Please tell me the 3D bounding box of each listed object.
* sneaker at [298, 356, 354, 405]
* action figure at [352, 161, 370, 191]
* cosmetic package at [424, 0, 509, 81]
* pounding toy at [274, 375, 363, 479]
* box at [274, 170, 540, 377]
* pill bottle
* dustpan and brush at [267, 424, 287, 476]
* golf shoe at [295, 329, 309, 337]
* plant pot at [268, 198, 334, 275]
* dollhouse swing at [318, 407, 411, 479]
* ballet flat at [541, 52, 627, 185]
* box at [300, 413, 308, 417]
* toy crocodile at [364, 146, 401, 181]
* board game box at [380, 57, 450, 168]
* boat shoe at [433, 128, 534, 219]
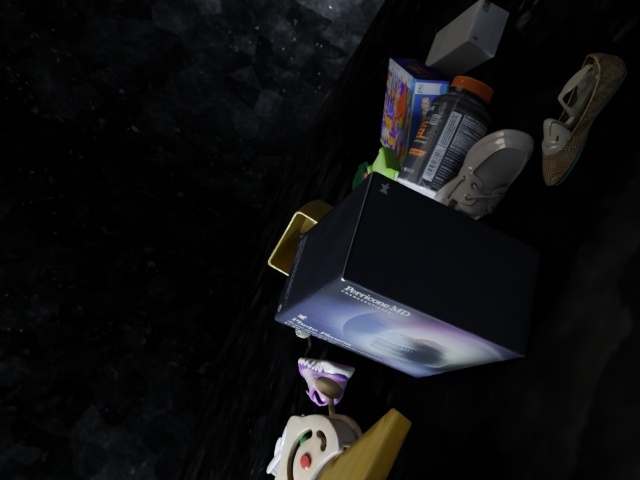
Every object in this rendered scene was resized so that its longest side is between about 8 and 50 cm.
[{"bbox_3d":[0.000,0.342,1.402,0.236,0.095,0.104,156,128,-69],"label":"sneaker"},{"bbox_3d":[0.136,-0.168,1.752,0.232,0.063,0.137,-91,25,-51],"label":"action figure"},{"bbox_3d":[0.349,-0.479,1.415,0.117,0.085,0.231,-69,15,-5],"label":"cosmetic package"},{"bbox_3d":[0.026,0.430,1.194,0.154,0.155,0.269,9,85,47],"label":"pounding toy"},{"bbox_3d":[0.123,0.076,0.917,0.294,0.296,0.183,-41,28,61],"label":"box"},{"bbox_3d":[0.265,-0.209,1.194,0.246,0.130,0.130,-65,14,4],"label":"pill bottle"},{"bbox_3d":[-0.096,0.544,1.484,0.211,0.060,0.147,-61,15,22],"label":"dustpan and brush"},{"bbox_3d":[-0.024,0.218,1.779,0.086,0.069,0.176,85,-153,-76],"label":"golf shoe"},{"bbox_3d":[0.000,0.000,1.735,0.212,0.212,0.187,-58,4,32],"label":"plant pot"},{"bbox_3d":[0.078,0.490,0.854,0.305,0.315,0.347,-23,-26,-47],"label":"dollhouse swing"},{"bbox_3d":[0.374,-0.184,0.870,0.206,0.067,0.073,-65,15,10],"label":"ballet flat"},{"bbox_3d":[-0.041,0.499,1.353,0.054,0.059,0.169,-49,23,46],"label":"box"},{"bbox_3d":[0.139,-0.100,1.377,0.340,0.105,0.115,86,178,-66],"label":"toy crocodile"},{"bbox_3d":[0.225,-0.311,1.447,0.347,0.078,0.233,-98,11,-65],"label":"board game box"},{"bbox_3d":[0.280,-0.085,1.021,0.277,0.098,0.096,118,168,-59],"label":"boat shoe"}]
